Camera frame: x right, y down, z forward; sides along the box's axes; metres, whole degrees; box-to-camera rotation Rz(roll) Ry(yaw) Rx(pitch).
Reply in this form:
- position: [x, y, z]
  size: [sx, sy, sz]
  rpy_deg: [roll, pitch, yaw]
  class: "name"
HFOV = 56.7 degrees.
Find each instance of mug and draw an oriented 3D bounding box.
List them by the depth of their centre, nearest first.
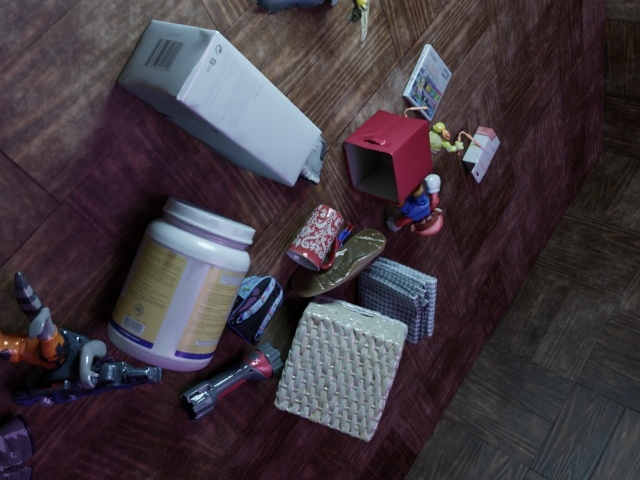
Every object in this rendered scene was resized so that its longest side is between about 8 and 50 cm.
- position: [-0.009, -0.005, 1.746]
  size: [0.169, 0.113, 0.150]
  rpy_deg: [-61, 159, -15]
  class: "mug"

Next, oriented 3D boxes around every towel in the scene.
- position: [0.250, 0.206, 2.029]
  size: [0.121, 0.284, 0.234]
  rpy_deg: [-27, 128, -40]
  class: "towel"

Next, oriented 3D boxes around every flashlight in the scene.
- position: [-0.247, 0.402, 1.677]
  size: [0.304, 0.103, 0.103]
  rpy_deg: [-29, 171, -36]
  class: "flashlight"

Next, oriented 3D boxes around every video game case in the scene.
- position: [0.359, -0.521, 1.978]
  size: [0.201, 0.023, 0.183]
  rpy_deg: [25, 89, -55]
  class: "video game case"

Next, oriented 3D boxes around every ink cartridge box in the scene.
- position: [0.641, -0.344, 2.394]
  size: [0.115, 0.067, 0.198]
  rpy_deg: [36, 79, -53]
  class: "ink cartridge box"

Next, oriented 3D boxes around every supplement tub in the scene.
- position: [-0.300, 0.093, 1.309]
  size: [0.241, 0.241, 0.331]
  rpy_deg: [20, 93, -54]
  class: "supplement tub"

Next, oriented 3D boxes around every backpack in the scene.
- position: [-0.190, 0.168, 1.594]
  size: [0.173, 0.117, 0.158]
  rpy_deg: [-54, 142, -16]
  class: "backpack"

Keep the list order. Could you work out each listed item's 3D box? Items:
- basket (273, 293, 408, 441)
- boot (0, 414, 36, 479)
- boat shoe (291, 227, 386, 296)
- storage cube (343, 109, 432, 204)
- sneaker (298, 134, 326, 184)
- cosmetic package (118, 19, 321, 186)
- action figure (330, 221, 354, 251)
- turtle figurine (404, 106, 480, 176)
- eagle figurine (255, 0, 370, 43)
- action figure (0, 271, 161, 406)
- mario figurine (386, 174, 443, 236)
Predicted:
- position: [0.067, 0.371, 1.789]
  size: [0.266, 0.329, 0.331]
  rpy_deg: [-24, 133, -83]
  class: "basket"
- position: [-0.672, 0.387, 1.135]
  size: [0.223, 0.118, 0.338]
  rpy_deg: [-22, 137, -47]
  class: "boot"
- position: [0.060, 0.090, 1.856]
  size: [0.342, 0.123, 0.123]
  rpy_deg: [-34, 152, -23]
  class: "boat shoe"
- position: [0.208, -0.255, 1.802]
  size: [0.193, 0.184, 0.214]
  rpy_deg: [-45, 138, -29]
  class: "storage cube"
- position: [-0.052, -0.244, 1.578]
  size: [0.132, 0.086, 0.229]
  rpy_deg: [-68, 154, -6]
  class: "sneaker"
- position: [-0.197, -0.278, 1.255]
  size: [0.385, 0.217, 0.156]
  rpy_deg: [36, 80, -51]
  class: "cosmetic package"
- position: [0.065, -0.005, 1.893]
  size: [0.038, 0.030, 0.115]
  rpy_deg: [33, 88, -48]
  class: "action figure"
- position: [0.368, -0.302, 1.956]
  size: [0.087, 0.270, 0.217]
  rpy_deg: [-68, -177, -53]
  class: "turtle figurine"
- position: [-0.001, -0.627, 1.366]
  size: [0.299, 0.225, 0.226]
  rpy_deg: [11, 57, -24]
  class: "eagle figurine"
- position: [-0.483, 0.211, 1.165]
  size: [0.330, 0.342, 0.178]
  rpy_deg: [66, 18, -54]
  class: "action figure"
- position: [0.311, -0.127, 2.017]
  size: [0.320, 0.198, 0.170]
  rpy_deg: [42, 55, -59]
  class: "mario figurine"
